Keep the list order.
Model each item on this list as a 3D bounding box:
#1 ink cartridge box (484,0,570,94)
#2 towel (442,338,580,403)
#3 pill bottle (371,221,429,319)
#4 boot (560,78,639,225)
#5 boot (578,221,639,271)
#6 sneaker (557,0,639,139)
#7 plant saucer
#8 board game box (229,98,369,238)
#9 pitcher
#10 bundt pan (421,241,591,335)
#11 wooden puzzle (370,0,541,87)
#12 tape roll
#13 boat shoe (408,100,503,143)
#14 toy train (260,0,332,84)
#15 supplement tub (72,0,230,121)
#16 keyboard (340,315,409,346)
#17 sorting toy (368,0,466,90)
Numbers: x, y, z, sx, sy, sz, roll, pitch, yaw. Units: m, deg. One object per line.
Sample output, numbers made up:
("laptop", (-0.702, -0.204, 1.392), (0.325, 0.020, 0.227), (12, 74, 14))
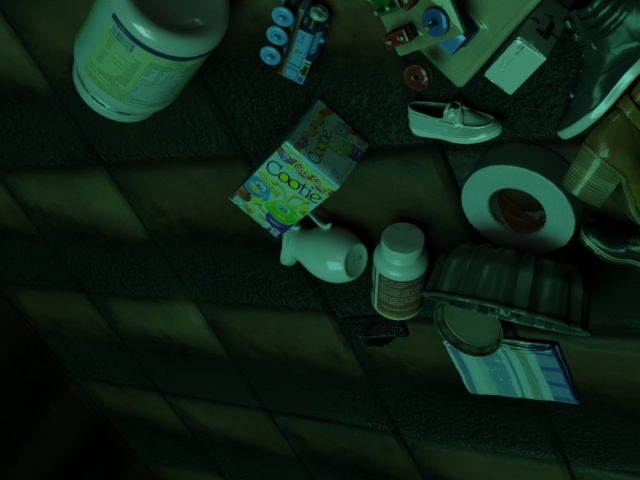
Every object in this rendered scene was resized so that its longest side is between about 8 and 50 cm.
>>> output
("ink cartridge box", (0.323, -0.305, 1.391), (0.056, 0.135, 0.099), (37, 145, -4))
("towel", (0.441, 0.302, 2.082), (0.285, 0.034, 0.209), (0, 133, 38))
("pill bottle", (0.174, 0.066, 1.946), (0.121, 0.121, 0.216), (21, 142, 18))
("boot", (0.538, -0.142, 1.441), (0.283, 0.109, 0.220), (18, 116, -30))
("boot", (0.577, -0.014, 1.591), (0.197, 0.077, 0.137), (21, 139, -3))
("sneaker", (0.418, -0.288, 1.373), (0.147, 0.104, 0.296), (36, 139, 2))
("plant saucer", (0.336, 0.186, 2.012), (0.168, 0.029, 0.168), (21, 132, 25))
("board game box", (-0.048, -0.142, 1.863), (0.142, 0.144, 0.275), (40, 145, -9))
("pitcher", (0.000, 0.000, 2.024), (0.207, 0.125, 0.178), (17, 127, 40))
("bundt pan", (0.369, 0.087, 1.729), (0.330, 0.124, 0.331), (15, 174, 2))
("wooden puzzle", (0.177, -0.429, 1.374), (0.322, 0.080, 0.348), (44, 145, 2))
("tape roll", (0.377, -0.076, 1.667), (0.219, 0.072, 0.219), (22, 142, 18))
("boat shoe", (0.240, -0.223, 1.622), (0.184, 0.066, 0.063), (17, 143, 38))
("toy train", (-0.043, -0.379, 1.651), (0.105, 0.080, 0.184), (24, 142, -1))
("supplement tub", (-0.338, -0.390, 1.730), (0.235, 0.235, 0.325), (42, 144, -10))
("keyboard", (0.136, 0.235, 2.241), (0.192, 0.038, 0.100), (-9, 126, 45))
("sorting toy", (0.133, -0.364, 1.376), (0.132, 0.046, 0.275), (-9, 115, 45))
